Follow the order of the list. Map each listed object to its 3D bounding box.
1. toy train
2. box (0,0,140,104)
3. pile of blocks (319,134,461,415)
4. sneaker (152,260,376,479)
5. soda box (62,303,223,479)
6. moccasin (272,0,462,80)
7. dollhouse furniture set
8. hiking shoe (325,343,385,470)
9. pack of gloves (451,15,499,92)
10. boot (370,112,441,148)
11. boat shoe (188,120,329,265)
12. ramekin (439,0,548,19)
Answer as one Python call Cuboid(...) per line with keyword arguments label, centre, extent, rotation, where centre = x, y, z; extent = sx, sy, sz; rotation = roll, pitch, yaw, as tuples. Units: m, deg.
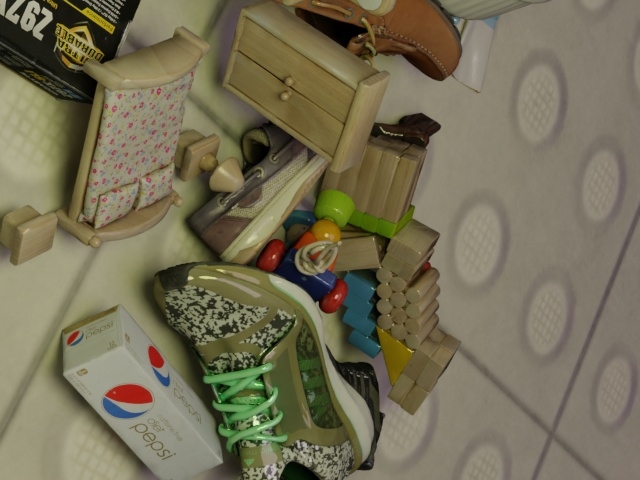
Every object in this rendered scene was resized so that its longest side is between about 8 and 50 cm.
Cuboid(label="toy train", centre=(0.000, 0.000, 1.575), extent=(0.105, 0.248, 0.143), rotation=(32, 57, -10))
Cuboid(label="box", centre=(-0.286, -0.309, 1.287), extent=(0.322, 0.079, 0.257), rotation=(32, 76, -48))
Cuboid(label="pile of blocks", centre=(0.085, 0.031, 1.752), extent=(0.112, 0.149, 0.362), rotation=(-38, 122, -62))
Cuboid(label="sneaker", centre=(-0.058, 0.184, 1.547), extent=(0.410, 0.158, 0.182), rotation=(55, 32, -38))
Cuboid(label="soda box", centre=(-0.187, 0.167, 1.484), extent=(0.216, 0.074, 0.069), rotation=(56, 13, -40))
Cuboid(label="moccasin", centre=(0.030, -0.262, 1.621), extent=(0.380, 0.139, 0.147), rotation=(22, 95, -53))
Cuboid(label="dollhouse furniture set", centre=(-0.106, -0.122, 1.358), extent=(0.355, 0.174, 0.303), rotation=(-32, 150, -45))
Cuboid(label="hiking shoe", centre=(0.018, 0.184, 1.753), extent=(0.114, 0.086, 0.226), rotation=(-65, 144, -40))
Cuboid(label="pack of gloves", centre=(0.209, -0.338, 1.880), extent=(0.195, 0.046, 0.232), rotation=(25, 79, -48))
Cuboid(label="boot", centre=(0.095, -0.143, 1.786), extent=(0.114, 0.106, 0.037), rotation=(-58, 161, -65))
Cuboid(label="boat shoe", centre=(-0.048, -0.094, 1.593), extent=(0.092, 0.103, 0.285), rotation=(40, 63, -11))
Cuboid(label="ramekin", centre=(0.188, -0.396, 1.720), extent=(0.273, 0.127, 0.272), rotation=(23, 55, -39))
